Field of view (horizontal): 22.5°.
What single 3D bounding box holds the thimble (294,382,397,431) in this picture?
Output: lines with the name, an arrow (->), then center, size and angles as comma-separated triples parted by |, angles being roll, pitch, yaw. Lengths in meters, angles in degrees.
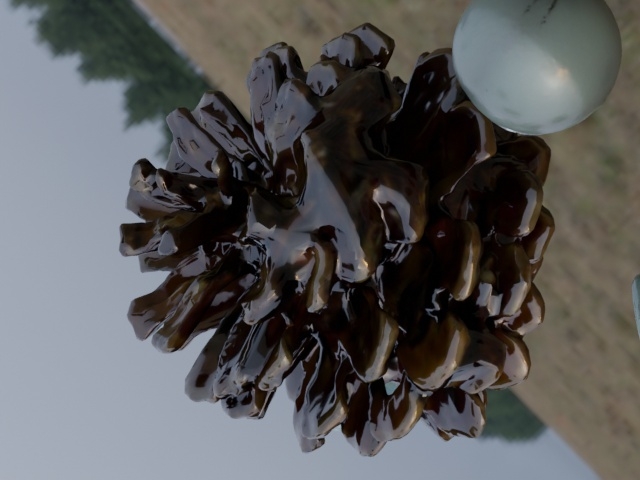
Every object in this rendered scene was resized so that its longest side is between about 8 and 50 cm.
thimble -> 0.052, 0.171, 2.268 | 0.150, 0.237, 0.237 | 9, -168, -15

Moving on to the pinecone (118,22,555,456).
pinecone -> 0.000, 0.000, 1.426 | 0.398, 0.398, 0.398 | 45, -179, -1

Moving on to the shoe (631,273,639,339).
shoe -> 0.431, 0.116, 1.808 | 0.251, 0.100, 0.103 | 44, -138, -43

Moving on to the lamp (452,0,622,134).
lamp -> 0.134, -0.117, 1.001 | 0.105, 0.105, 0.105 | 45, -179, -1
